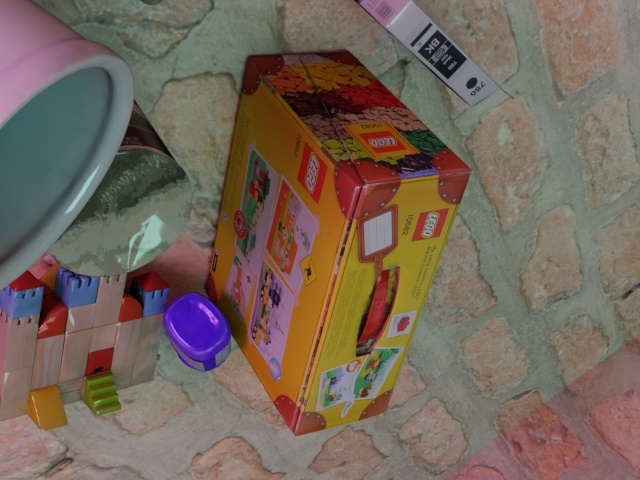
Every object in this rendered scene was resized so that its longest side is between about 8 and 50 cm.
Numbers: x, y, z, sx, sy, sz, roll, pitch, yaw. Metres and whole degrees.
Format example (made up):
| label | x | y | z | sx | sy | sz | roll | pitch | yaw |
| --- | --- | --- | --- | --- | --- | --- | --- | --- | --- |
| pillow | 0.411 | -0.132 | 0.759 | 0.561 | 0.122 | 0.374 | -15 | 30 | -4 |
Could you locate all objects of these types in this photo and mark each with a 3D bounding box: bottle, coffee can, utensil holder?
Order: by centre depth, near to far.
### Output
| label | x | y | z | sx | sy | sz | roll | pitch | yaw |
| --- | --- | --- | --- | --- | --- | --- | --- | --- | --- |
| utensil holder | -0.444 | -0.164 | 1.011 | 0.327 | 0.385 | 0.327 | -52 | 174 | -8 |
| coffee can | -0.317 | -0.112 | 1.323 | 0.202 | 0.275 | 0.201 | -20 | 136 | -20 |
| bottle | -0.213 | 0.173 | 1.720 | 0.092 | 0.118 | 0.283 | -40 | 170 | -14 |

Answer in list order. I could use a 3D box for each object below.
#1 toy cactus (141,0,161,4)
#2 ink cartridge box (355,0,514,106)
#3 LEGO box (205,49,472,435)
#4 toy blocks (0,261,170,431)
| label | x | y | z | sx | sy | sz | roll | pitch | yaw |
| --- | --- | --- | --- | --- | --- | --- | --- | --- | --- |
| toy cactus | -0.232 | -0.391 | 1.282 | 0.219 | 0.112 | 0.180 | -23 | 156 | -20 |
| ink cartridge box | 0.173 | -0.318 | 1.567 | 0.065 | 0.165 | 0.333 | -49 | 137 | 12 |
| LEGO box | 0.000 | 0.000 | 1.580 | 0.193 | 0.372 | 0.500 | -9 | 132 | -29 |
| toy blocks | -0.398 | 0.130 | 1.586 | 0.381 | 0.191 | 0.260 | -10 | 124 | -43 |
